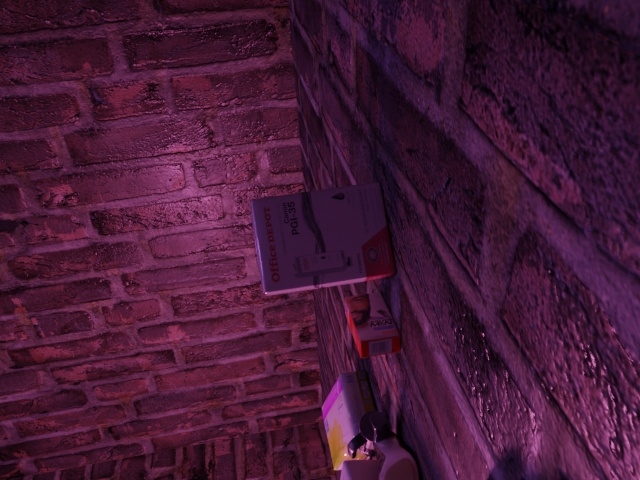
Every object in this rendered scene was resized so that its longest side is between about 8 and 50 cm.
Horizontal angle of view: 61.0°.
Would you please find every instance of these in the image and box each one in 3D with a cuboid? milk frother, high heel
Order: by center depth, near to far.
[{"bbox_3d":[0.183,0.550,1.265,0.186,0.093,0.261,72,180,-46],"label":"high heel"},{"bbox_3d":[0.155,0.562,1.478,0.143,0.129,0.135,30,149,21],"label":"milk frother"}]

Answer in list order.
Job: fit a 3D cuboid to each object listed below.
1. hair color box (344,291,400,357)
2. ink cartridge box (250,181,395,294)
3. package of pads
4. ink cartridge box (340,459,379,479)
[{"bbox_3d":[0.117,0.191,1.257,0.167,0.093,0.053,-111,15,-60],"label":"hair color box"},{"bbox_3d":[0.000,0.000,1.184,0.117,0.283,0.207,126,135,-81],"label":"ink cartridge box"},{"bbox_3d":[0.092,0.583,1.732,0.296,0.101,0.229,107,155,-49],"label":"package of pads"},{"bbox_3d":[0.139,0.735,1.233,0.385,0.160,0.279,-116,33,-72],"label":"ink cartridge box"}]
